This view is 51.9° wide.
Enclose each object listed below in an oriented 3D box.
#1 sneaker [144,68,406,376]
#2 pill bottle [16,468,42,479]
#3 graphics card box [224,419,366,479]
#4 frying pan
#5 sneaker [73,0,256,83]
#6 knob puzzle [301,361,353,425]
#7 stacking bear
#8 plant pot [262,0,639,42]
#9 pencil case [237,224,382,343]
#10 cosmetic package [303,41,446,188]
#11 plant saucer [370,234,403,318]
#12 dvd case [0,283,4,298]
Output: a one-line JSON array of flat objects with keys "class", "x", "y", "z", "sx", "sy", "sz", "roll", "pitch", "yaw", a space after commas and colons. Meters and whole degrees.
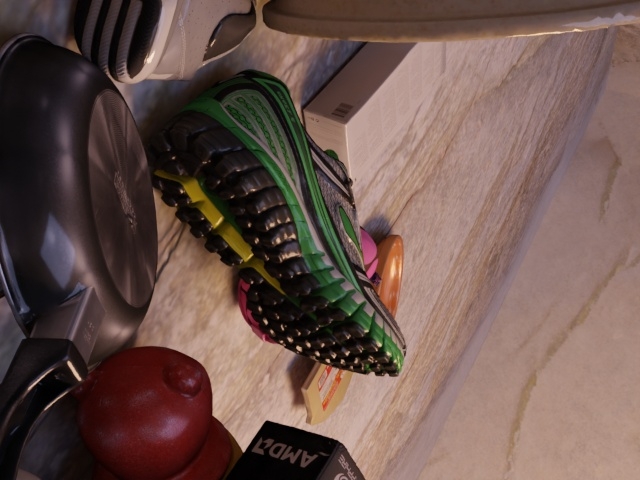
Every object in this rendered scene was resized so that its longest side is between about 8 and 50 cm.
[{"class": "sneaker", "x": 0.000, "y": 0.000, "z": 0.600, "sx": 0.146, "sy": 0.134, "sz": 0.343, "roll": -56, "pitch": 131, "yaw": -33}, {"class": "pill bottle", "x": -0.206, "y": 0.181, "z": 0.294, "sx": 0.265, "sy": 0.153, "sz": 0.153, "roll": 14, "pitch": 99, "yaw": -39}, {"class": "graphics card box", "x": -0.062, "y": 0.356, "z": 0.495, "sx": 0.371, "sy": 0.094, "sz": 0.232, "roll": -52, "pitch": 127, "yaw": -34}, {"class": "frying pan", "x": -0.134, "y": 0.004, "z": 0.327, "sx": 0.326, "sy": 0.053, "sz": 0.197, "roll": -99, "pitch": -178, "yaw": -67}, {"class": "sneaker", "x": -0.075, "y": -0.211, "z": 0.438, "sx": 0.228, "sy": 0.086, "sz": 0.132, "roll": -63, "pitch": 162, "yaw": 16}, {"class": "knob puzzle", "x": 0.018, "y": 0.198, "z": 1.022, "sx": 0.213, "sy": 0.030, "sz": 0.213, "roll": -52, "pitch": 152, "yaw": -42}, {"class": "stacking bear", "x": -0.132, "y": 0.218, "z": 0.591, "sx": 0.164, "sy": 0.176, "sz": 0.288, "roll": -75, "pitch": 161, "yaw": -58}, {"class": "plant pot", "x": 0.108, "y": -0.327, "z": 0.465, "sx": 0.334, "sy": 0.334, "sz": 0.305, "roll": -37, "pitch": 131, "yaw": -48}, {"class": "pencil case", "x": -0.011, "y": 0.049, "z": 0.774, "sx": 0.209, "sy": 0.095, "sz": 0.098, "roll": -25, "pitch": 148, "yaw": -53}, {"class": "cosmetic package", "x": 0.071, "y": -0.177, "z": 0.774, "sx": 0.239, "sy": 0.061, "sz": 0.098, "roll": -51, "pitch": 149, "yaw": -31}, {"class": "plant saucer", "x": 0.091, "y": 0.087, "z": 1.026, "sx": 0.200, "sy": 0.037, "sz": 0.199, "roll": 10, "pitch": 90, "yaw": -73}, {"class": "dvd case", "x": -0.245, "y": -0.013, "z": 0.239, "sx": 0.180, "sy": 0.022, "sz": 0.253, "roll": -34, "pitch": 146, "yaw": -16}]
